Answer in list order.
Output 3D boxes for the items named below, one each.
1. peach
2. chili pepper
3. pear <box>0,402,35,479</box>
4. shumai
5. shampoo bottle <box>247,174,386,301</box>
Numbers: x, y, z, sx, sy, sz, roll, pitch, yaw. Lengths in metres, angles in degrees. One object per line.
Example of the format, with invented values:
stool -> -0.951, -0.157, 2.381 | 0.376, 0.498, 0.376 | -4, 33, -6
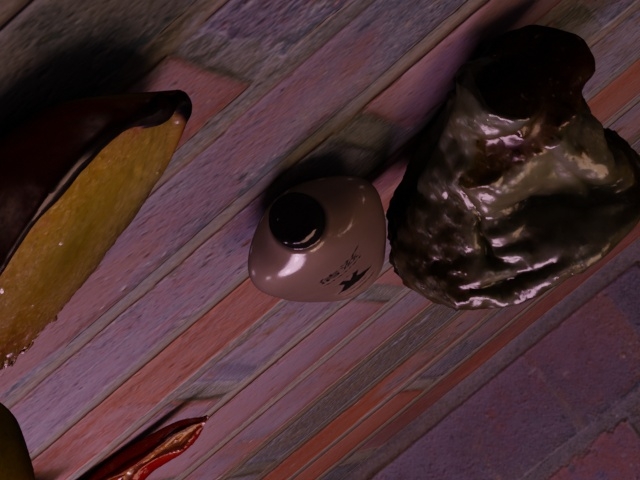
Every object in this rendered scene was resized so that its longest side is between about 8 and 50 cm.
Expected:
peach -> -0.168, -0.014, 1.197 | 0.189, 0.068, 0.279 | -36, 168, -44
chili pepper -> -0.224, 0.257, 2.039 | 0.268, 0.059, 0.050 | -39, -154, -4
pear -> -0.253, 0.164, 1.415 | 0.104, 0.141, 0.141 | -22, 170, 11
shumai -> 0.136, -0.079, 1.697 | 0.272, 0.203, 0.222 | -16, -146, 40
shampoo bottle -> 0.000, 0.000, 1.662 | 0.127, 0.078, 0.257 | -38, 166, 4
